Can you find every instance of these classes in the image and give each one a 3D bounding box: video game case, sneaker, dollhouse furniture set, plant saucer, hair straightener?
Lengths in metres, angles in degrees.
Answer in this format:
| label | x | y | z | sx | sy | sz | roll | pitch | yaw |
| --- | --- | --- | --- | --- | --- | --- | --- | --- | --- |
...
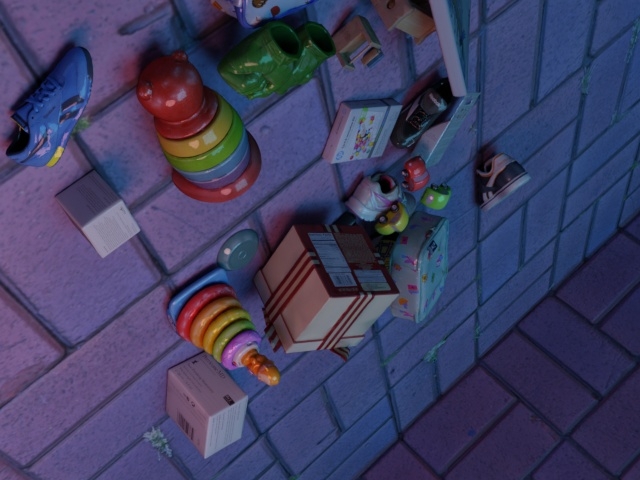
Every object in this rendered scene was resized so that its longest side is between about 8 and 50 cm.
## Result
| label | x | y | z | sx | sy | sz | roll | pitch | yaw |
| --- | --- | --- | --- | --- | --- | --- | --- | --- | --- |
| video game case | 0.270 | -0.511 | 1.615 | 0.329 | 0.036 | 0.299 | 55 | 38 | -59 |
| sneaker | 0.553 | -0.188 | 2.463 | 0.126 | 0.127 | 0.321 | -35 | 172 | -12 |
| dollhouse furniture set | 0.121 | -0.447 | 1.619 | 0.184 | 0.128 | 0.129 | -36 | 158 | 29 |
| sneaker | 0.179 | -0.115 | 2.064 | 0.252 | 0.103 | 0.111 | -4 | 130 | -51 |
| sneaker | 0.258 | -0.321 | 1.924 | 0.234 | 0.078 | 0.106 | -46 | -179 | -11 |
| plant saucer | -0.186 | 0.028 | 1.834 | 0.119 | 0.021 | 0.119 | -33 | 146 | -26 |
| sneaker | -0.420 | -0.206 | 1.217 | 0.082 | 0.069 | 0.209 | 8 | 119 | -51 |
| sneaker | 0.179 | 0.073 | 2.236 | 0.385 | 0.147 | 0.145 | -41 | 147 | -17 |
| hair straightener | 0.000 | 0.000 | 2.033 | 0.230 | 0.047 | 0.089 | -36 | 148 | -13 |

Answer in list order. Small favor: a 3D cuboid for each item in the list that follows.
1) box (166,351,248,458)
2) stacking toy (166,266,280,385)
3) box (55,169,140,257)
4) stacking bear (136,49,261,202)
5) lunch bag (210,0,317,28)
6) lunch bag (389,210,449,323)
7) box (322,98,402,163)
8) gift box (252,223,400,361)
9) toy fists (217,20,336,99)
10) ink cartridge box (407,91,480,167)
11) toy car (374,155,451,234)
| label | x | y | z | sx | sy | sz | roll | pitch | yaw |
| --- | --- | --- | --- | --- | --- | --- | --- | --- | --- |
| box | -0.288 | 0.411 | 1.981 | 0.119 | 0.181 | 0.181 | -25 | 142 | -36 |
| stacking toy | -0.194 | 0.224 | 1.768 | 0.166 | 0.302 | 0.175 | -37 | 149 | -20 |
| box | -0.394 | -0.046 | 1.399 | 0.087 | 0.101 | 0.102 | -38 | 148 | -16 |
| stacking bear | -0.225 | -0.208 | 1.393 | 0.175 | 0.164 | 0.289 | -43 | 145 | -10 |
| lunch bag | -0.071 | -0.514 | 1.278 | 0.243 | 0.115 | 0.303 | -31 | 147 | -31 |
| lunch bag | 0.276 | 0.066 | 2.148 | 0.224 | 0.108 | 0.279 | -46 | 144 | -43 |
| box | 0.100 | -0.260 | 1.860 | 0.186 | 0.038 | 0.145 | -12 | 134 | -44 |
| gift box | 0.003 | 0.138 | 1.899 | 0.255 | 0.276 | 0.258 | 4 | 139 | -35 |
| toy fists | -0.079 | -0.322 | 1.431 | 0.142 | 0.096 | 0.279 | -26 | -177 | 28 |
| ink cartridge box | 0.319 | -0.295 | 2.038 | 0.224 | 0.056 | 0.181 | -63 | 166 | 20 |
| toy car | 0.266 | -0.108 | 2.027 | 0.225 | 0.053 | 0.239 | -7 | 133 | -41 |
